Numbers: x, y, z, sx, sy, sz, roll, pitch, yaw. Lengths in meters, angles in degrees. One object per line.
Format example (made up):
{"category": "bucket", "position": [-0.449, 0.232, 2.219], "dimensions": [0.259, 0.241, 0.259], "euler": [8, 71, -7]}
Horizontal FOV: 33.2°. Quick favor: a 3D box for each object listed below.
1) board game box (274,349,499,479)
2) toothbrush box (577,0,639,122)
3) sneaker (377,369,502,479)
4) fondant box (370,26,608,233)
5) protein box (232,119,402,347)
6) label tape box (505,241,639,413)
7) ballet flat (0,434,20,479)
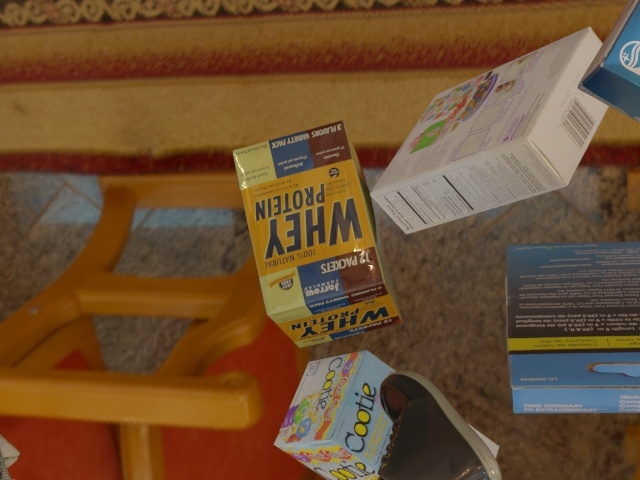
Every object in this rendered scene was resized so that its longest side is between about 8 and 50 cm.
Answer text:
{"category": "board game box", "position": [0.097, 0.294, 1.539], "dimensions": [0.275, 0.144, 0.142], "euler": [38, 149, -23]}
{"category": "toothbrush box", "position": [0.372, -0.111, 0.862], "dimensions": [0.295, 0.216, 0.126], "euler": [32, 97, 7]}
{"category": "sneaker", "position": [0.094, 0.226, 1.206], "dimensions": [0.118, 0.222, 0.083], "euler": [-22, 118, -17]}
{"category": "fondant box", "position": [0.251, -0.152, 1.559], "dimensions": [0.096, 0.238, 0.330], "euler": [46, 147, -20]}
{"category": "protein box", "position": [0.000, 0.000, 1.278], "dimensions": [0.136, 0.200, 0.201], "euler": [-15, 71, 5]}
{"category": "label tape box", "position": [0.321, 0.113, 1.150], "dimensions": [0.240, 0.334, 0.106], "euler": [-2, 114, 11]}
{"category": "ballet flat", "position": [-0.358, 0.267, 1.178], "dimensions": [0.077, 0.079, 0.221], "euler": [-45, 63, 31]}
